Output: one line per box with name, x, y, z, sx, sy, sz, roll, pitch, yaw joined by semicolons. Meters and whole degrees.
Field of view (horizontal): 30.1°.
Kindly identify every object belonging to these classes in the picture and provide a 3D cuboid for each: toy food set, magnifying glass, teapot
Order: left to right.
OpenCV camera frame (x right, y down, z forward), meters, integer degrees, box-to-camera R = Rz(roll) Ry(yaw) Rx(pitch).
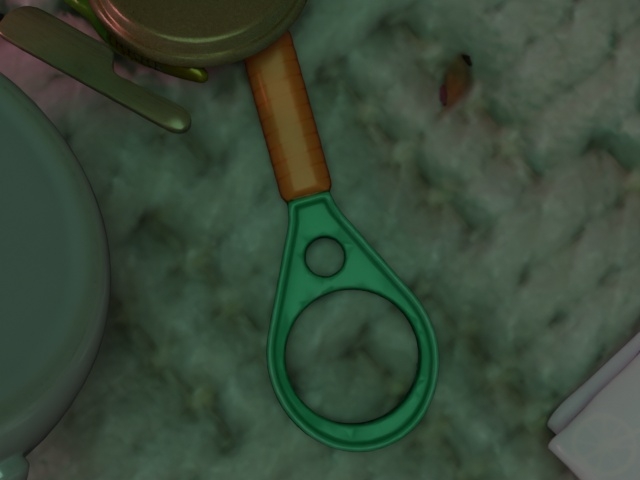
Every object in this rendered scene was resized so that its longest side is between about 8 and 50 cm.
teapot;-0.233;0.033;0.567;0.252;0.187;0.256;22;53;-26
toy food set;-0.069;-0.148;0.647;0.132;0.038;0.192;32;72;10
magnifying glass;0.000;0.000;0.643;0.092;0.026;0.231;-15;84;0

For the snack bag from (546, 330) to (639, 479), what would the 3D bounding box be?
snack bag;0.325;0.084;0.537;0.342;0.037;0.323;-47;63;10
